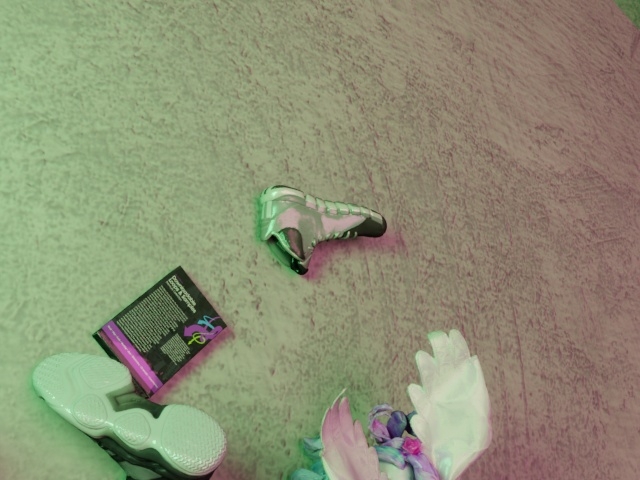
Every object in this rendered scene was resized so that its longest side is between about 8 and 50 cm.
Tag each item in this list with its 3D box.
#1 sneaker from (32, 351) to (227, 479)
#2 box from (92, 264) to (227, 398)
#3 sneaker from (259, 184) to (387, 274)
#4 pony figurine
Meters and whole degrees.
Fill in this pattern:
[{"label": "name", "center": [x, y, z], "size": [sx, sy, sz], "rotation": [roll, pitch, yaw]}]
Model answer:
[{"label": "sneaker", "center": [-0.249, 0.253, 0.940], "size": [0.268, 0.153, 0.101], "rotation": [23, 36, 13]}, {"label": "box", "center": [-0.223, 0.127, 1.050], "size": [0.162, 0.029, 0.116], "rotation": [-42, 100, -36]}, {"label": "sneaker", "center": [0.000, 0.000, 1.228], "size": [0.228, 0.086, 0.132], "rotation": [13, 71, -20]}, {"label": "pony figurine", "center": [0.109, 0.333, 0.997], "size": [0.302, 0.363, 0.351], "rotation": [-22, 87, -38]}]
